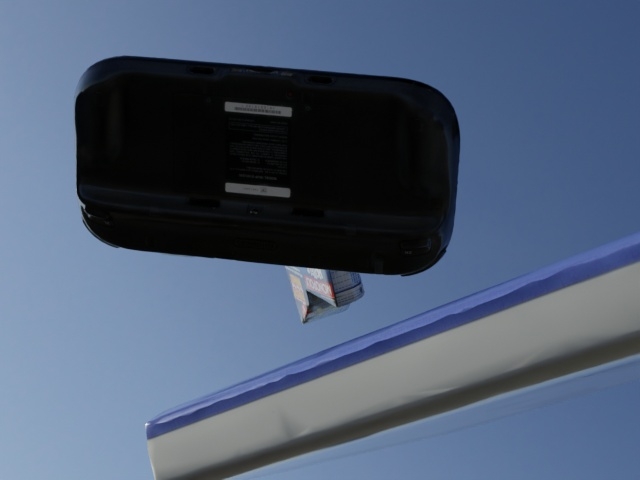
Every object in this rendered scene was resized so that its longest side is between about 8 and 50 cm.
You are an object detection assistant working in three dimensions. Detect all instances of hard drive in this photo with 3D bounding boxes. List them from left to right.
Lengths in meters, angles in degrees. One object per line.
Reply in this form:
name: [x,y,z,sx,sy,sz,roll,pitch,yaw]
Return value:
hard drive: [0.099,0.044,0.560,0.210,0.040,0.318,-5,-14,-42]

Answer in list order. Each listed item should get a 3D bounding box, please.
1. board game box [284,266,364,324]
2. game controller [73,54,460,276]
board game box: [0.000,0.000,1.409,0.194,0.060,0.194,-155,-130,-69]
game controller: [-0.048,-0.060,1.091,0.319,0.067,0.167,6,-73,8]
